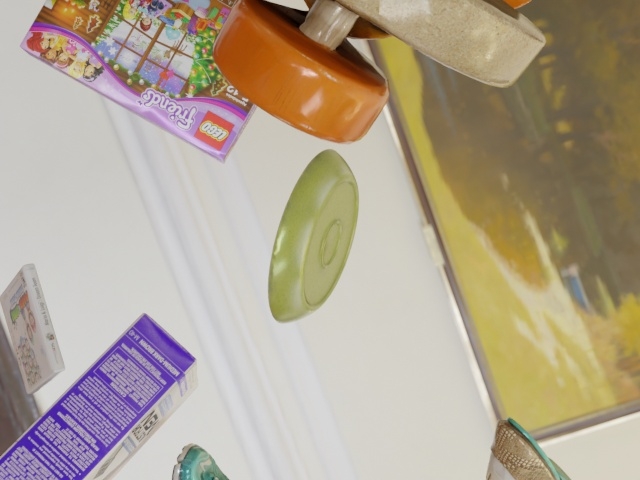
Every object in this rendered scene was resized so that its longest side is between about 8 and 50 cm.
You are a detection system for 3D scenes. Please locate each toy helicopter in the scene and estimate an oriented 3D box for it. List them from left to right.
[{"bbox_3d":[-0.019,-0.199,0.530,0.355,0.140,0.235,43,25,23],"label":"toy helicopter"}]

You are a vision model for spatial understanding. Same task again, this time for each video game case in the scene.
[{"bbox_3d":[-0.381,0.119,1.258,0.157,0.019,0.143,-33,-107,55],"label":"video game case"}]

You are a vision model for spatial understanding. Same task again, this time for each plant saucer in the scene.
[{"bbox_3d":[0.000,0.000,1.266,0.241,0.037,0.240,16,90,-73],"label":"plant saucer"}]

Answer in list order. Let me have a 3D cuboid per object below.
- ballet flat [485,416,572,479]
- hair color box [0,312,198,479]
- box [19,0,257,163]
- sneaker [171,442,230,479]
[{"bbox_3d":[0.205,0.238,0.956,0.073,0.067,0.206,50,2,42],"label":"ballet flat"},{"bbox_3d":[-0.314,0.270,1.289,0.110,0.339,0.185,42,-18,8],"label":"hair color box"},{"bbox_3d":[-0.201,-0.256,1.225,0.293,0.200,0.057,29,-2,-3],"label":"box"},{"bbox_3d":[-0.157,0.435,1.613,0.275,0.110,0.107,60,39,-37],"label":"sneaker"}]
